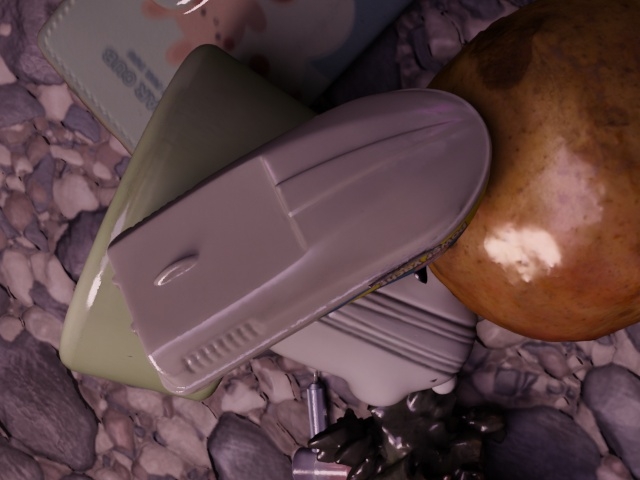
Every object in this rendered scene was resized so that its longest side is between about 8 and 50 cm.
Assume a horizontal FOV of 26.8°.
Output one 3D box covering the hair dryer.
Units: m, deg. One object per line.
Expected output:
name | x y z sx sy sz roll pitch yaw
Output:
hair dryer | 0.004 0.182 1.302 0.063 0.037 0.114 -3 96 24

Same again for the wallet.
wallet | -0.089 -0.216 1.208 0.252 0.083 0.360 49 119 0

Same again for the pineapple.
pineapple | 0.091 0.255 1.197 0.223 0.223 0.357 -18 76 29

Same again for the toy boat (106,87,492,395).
toy boat | -0.007 0.000 0.921 0.269 0.141 0.140 -24 94 -3

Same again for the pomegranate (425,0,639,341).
pomegranate | 0.199 -0.059 1.006 0.281 0.281 0.281 7 107 24

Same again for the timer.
timer | -0.017 0.029 1.115 0.315 0.291 0.290 24 115 -5
